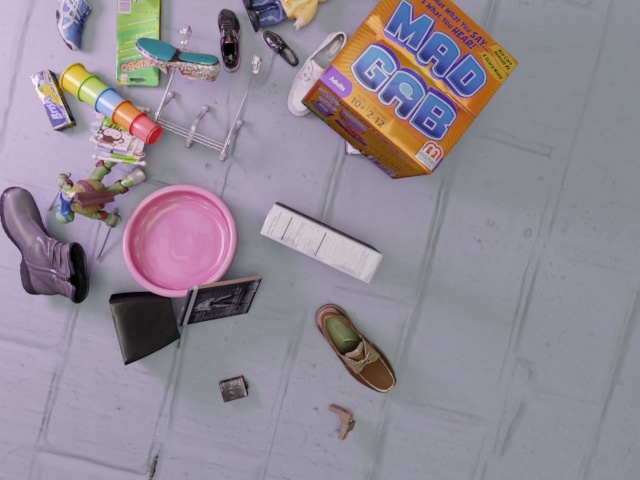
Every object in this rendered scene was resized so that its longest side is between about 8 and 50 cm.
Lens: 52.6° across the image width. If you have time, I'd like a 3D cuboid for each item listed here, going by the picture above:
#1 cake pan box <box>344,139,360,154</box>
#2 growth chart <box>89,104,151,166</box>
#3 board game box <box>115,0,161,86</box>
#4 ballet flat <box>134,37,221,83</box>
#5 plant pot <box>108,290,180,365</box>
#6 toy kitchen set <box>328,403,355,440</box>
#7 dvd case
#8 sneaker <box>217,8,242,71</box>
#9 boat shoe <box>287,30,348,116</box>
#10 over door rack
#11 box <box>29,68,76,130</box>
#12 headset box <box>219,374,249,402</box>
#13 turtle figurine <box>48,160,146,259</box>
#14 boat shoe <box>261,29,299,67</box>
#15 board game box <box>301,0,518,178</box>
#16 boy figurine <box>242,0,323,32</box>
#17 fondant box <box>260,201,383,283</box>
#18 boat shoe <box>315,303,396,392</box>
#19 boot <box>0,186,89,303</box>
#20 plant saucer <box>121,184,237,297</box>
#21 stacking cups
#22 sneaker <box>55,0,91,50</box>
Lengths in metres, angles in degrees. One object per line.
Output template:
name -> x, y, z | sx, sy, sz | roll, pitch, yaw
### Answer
cake pan box -> 0.189, -0.381, 1.924 | 0.267, 0.070, 0.245 | -4, 92, -3
growth chart -> -0.575, -0.311, 1.855 | 0.172, 0.021, 0.237 | 3, 58, -9
board game box -> -0.531, -0.581, 1.888 | 0.124, 0.039, 0.259 | 2, 91, -2
ballet flat -> -0.389, -0.481, 1.758 | 0.241, 0.091, 0.077 | 17, 138, 3
plant pot -> -0.507, 0.234, 1.883 | 0.167, 0.187, 0.188 | -15, 95, -15
toy kitchen set -> 0.062, 0.558, 2.000 | 0.075, 0.068, 0.083 | 19, 93, 24
dvd case -> -0.290, 0.173, 1.863 | 0.221, 0.164, 0.018 | -8, 51, -33
sneaker -> -0.261, -0.586, 1.880 | 0.072, 0.077, 0.178 | -9, 94, -3
boat shoe -> -0.011, -0.494, 1.890 | 0.098, 0.096, 0.277 | 30, 92, -5
over door rack -> -0.325, -0.420, 1.864 | 0.240, 0.108, 0.324 | 21, 105, -4
box -> -0.775, -0.405, 1.878 | 0.059, 0.054, 0.168 | -22, 96, -1
headset box -> -0.261, 0.452, 1.977 | 0.083, 0.032, 0.062 | -14, 95, 0
turtle figurine -> -0.655, -0.138, 1.881 | 0.198, 0.274, 0.266 | 39, 70, 17
boat shoe -> -0.116, -0.569, 1.907 | 0.142, 0.040, 0.049 | 43, 91, -5
board game box -> 0.212, -0.412, 1.703 | 0.357, 0.356, 0.356 | 39, 88, -9
boy figurine -> -0.076, -0.695, 1.875 | 0.285, 0.092, 0.177 | -20, 84, 0
fondant box -> 0.000, 0.000, 1.855 | 0.330, 0.238, 0.096 | 26, 94, -4
boat shoe -> 0.101, 0.334, 1.943 | 0.122, 0.120, 0.324 | -43, 95, 1
boot -> -0.759, 0.007, 1.821 | 0.223, 0.118, 0.338 | 2, 114, 31
plant saucer -> -0.401, 0.005, 1.877 | 0.332, 0.084, 0.331 | -1, 77, 3
stacking cups -> -0.592, -0.376, 1.830 | 0.316, 0.096, 0.096 | 38, 91, 11
sneaker -> -0.704, -0.651, 1.851 | 0.081, 0.080, 0.211 | -3, 95, 0
